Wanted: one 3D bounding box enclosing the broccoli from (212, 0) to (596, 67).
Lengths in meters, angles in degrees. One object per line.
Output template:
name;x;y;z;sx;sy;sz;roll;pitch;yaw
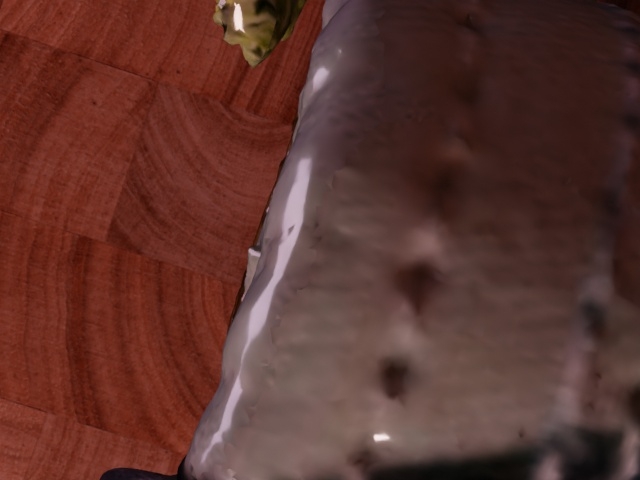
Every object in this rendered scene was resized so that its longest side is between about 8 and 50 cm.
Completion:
broccoli;0.067;-0.143;0.665;0.247;0.263;0.243;15;119;56

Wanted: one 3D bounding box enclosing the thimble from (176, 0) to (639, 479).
thimble;0.041;0.031;0.440;0.237;0.150;0.237;-162;90;-87

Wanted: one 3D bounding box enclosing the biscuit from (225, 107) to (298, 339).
biscuit;-0.005;0.012;1.327;0.366;0.115;0.268;-80;10;-69

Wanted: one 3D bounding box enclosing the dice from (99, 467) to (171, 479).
dice;-0.151;0.330;1.429;0.181;0.183;0.182;126;159;-71

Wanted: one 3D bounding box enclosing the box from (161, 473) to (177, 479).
box;-0.060;0.254;0.853;0.129;0.148;0.210;-119;45;-73
